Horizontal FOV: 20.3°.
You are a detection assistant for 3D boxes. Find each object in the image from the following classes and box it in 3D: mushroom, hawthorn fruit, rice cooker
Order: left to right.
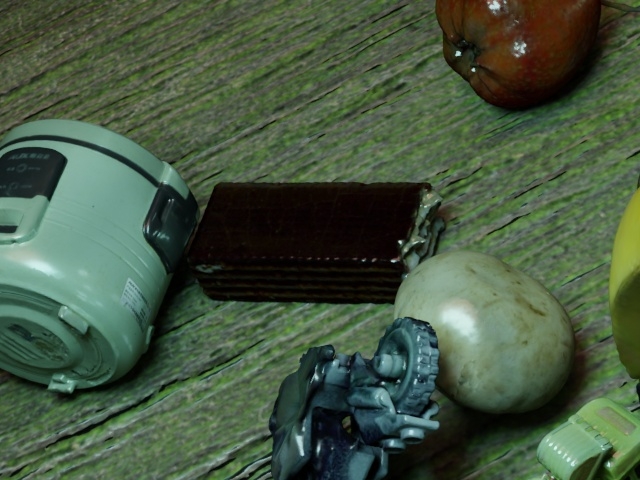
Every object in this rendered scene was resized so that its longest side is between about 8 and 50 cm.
[{"bbox_3d":[-0.243,0.005,1.734,0.226,0.226,0.244,2,50,25],"label":"rice cooker"},{"bbox_3d":[0.138,0.085,1.544,0.166,0.166,0.127,45,116,43],"label":"mushroom"},{"bbox_3d":[0.220,-0.228,1.794,0.203,0.162,0.162,-30,43,-26],"label":"hawthorn fruit"}]

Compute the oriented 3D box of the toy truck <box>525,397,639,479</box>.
[{"bbox_3d":[0.192,0.208,1.430,0.191,0.116,0.085,-41,48,-12],"label":"toy truck"}]

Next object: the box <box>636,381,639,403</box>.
[{"bbox_3d":[0.361,0.240,1.259,0.058,0.211,0.350,-34,45,-10],"label":"box"}]

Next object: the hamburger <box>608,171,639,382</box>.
[{"bbox_3d":[0.413,-0.012,1.354,0.395,0.396,0.277,6,55,28],"label":"hamburger"}]

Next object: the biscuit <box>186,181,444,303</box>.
[{"bbox_3d":[0.000,0.000,1.734,0.252,0.070,0.106,0,52,24],"label":"biscuit"}]

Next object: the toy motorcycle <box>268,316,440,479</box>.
[{"bbox_3d":[0.023,0.167,1.496,0.270,0.106,0.159,-35,47,57],"label":"toy motorcycle"}]
